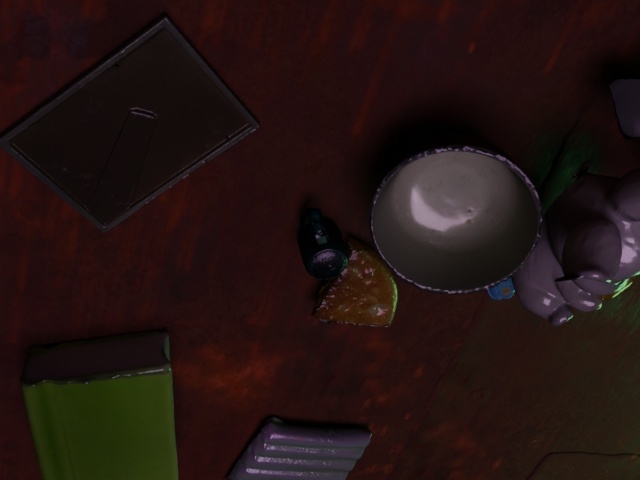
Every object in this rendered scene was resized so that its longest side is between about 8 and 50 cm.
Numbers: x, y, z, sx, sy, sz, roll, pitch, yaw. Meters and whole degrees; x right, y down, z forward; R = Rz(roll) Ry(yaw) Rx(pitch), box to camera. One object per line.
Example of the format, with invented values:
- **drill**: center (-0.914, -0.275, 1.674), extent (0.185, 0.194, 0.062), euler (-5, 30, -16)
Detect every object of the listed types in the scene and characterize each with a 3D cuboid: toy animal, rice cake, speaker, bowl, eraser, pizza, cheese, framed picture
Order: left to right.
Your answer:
- **eraser**: center (-0.315, 0.260, 1.246), extent (0.210, 0.092, 0.274), euler (-5, 131, -9)
- **framed picture**: center (-0.220, -0.128, 0.998), extent (0.250, 0.016, 0.184), euler (-33, 129, 14)
- **rice cake**: center (-0.036, 0.371, 1.443), extent (0.198, 0.037, 0.189), euler (15, 124, -25)
- **speaker**: center (-0.005, 0.001, 1.120), extent (0.060, 0.075, 0.094), euler (-30, 129, 10)
- **pizza**: center (0.047, 0.074, 1.217), extent (0.131, 0.041, 0.178), euler (-34, 129, 10)
- **bowl**: center (0.169, -0.047, 1.084), extent (0.212, 0.112, 0.211), euler (3, 122, 6)
- **cheese**: center (0.264, 0.055, 1.273), extent (0.047, 0.017, 0.111), euler (-31, 129, 8)
- **toy animal**: center (0.339, 0.004, 1.087), extent (0.208, 0.154, 0.325), euler (-44, 168, 1)

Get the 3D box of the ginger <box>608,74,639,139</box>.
- **ginger**: center (0.556, -0.157, 1.081), extent (0.358, 0.211, 0.413), euler (41, 112, 0)
